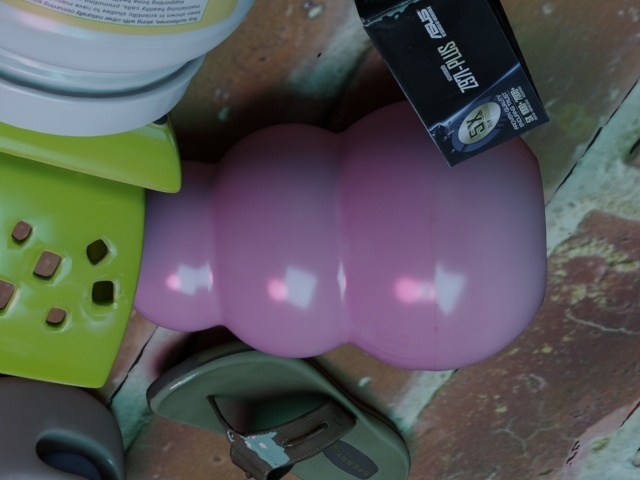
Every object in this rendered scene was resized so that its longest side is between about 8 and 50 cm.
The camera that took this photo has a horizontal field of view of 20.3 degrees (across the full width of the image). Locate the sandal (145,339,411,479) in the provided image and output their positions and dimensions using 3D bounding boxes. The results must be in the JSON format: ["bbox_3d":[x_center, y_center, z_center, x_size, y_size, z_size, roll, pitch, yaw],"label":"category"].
[{"bbox_3d":[-0.021,0.175,1.594,0.120,0.086,0.302,-39,130,25],"label":"sandal"}]

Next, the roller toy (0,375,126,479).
[{"bbox_3d":[-0.265,0.226,1.549,0.209,0.146,0.191,-7,136,-5],"label":"roller toy"}]

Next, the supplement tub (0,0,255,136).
[{"bbox_3d":[-0.121,-0.248,1.025,0.241,0.241,0.331,9,132,-21],"label":"supplement tub"}]

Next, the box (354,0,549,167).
[{"bbox_3d":[0.072,-0.167,1.196,0.077,0.180,0.147,-25,136,11],"label":"box"}]

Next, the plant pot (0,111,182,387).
[{"bbox_3d":[-0.223,-0.062,1.214,0.227,0.228,0.207,14,125,-25],"label":"plant pot"}]

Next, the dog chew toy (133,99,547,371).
[{"bbox_3d":[0.000,0.000,1.347,0.331,0.207,0.207,-3,136,2],"label":"dog chew toy"}]
